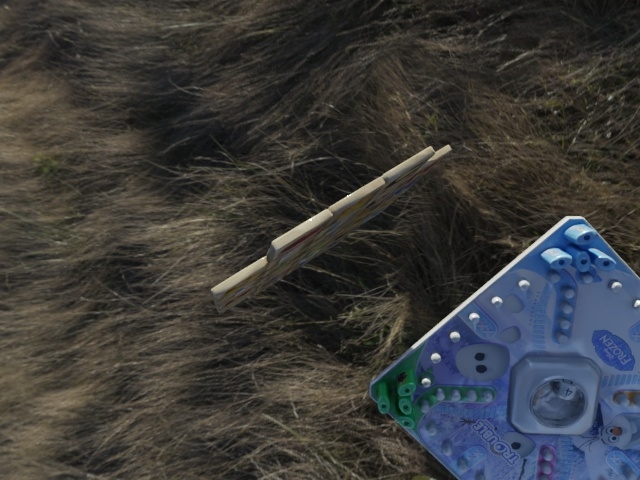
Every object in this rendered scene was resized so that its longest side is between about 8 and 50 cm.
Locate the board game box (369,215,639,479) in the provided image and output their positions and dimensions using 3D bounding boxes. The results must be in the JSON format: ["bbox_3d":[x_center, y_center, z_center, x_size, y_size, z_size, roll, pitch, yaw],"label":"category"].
[{"bbox_3d":[0.338,0.232,0.648,0.390,0.050,0.390,44,103,-7],"label":"board game box"}]

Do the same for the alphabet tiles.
[{"bbox_3d":[0.000,0.000,0.545,0.285,0.342,0.011,-32,85,-16],"label":"alphabet tiles"}]

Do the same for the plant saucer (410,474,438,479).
[{"bbox_3d":[0.159,0.446,0.400,0.332,0.081,0.333,28,113,29],"label":"plant saucer"}]
